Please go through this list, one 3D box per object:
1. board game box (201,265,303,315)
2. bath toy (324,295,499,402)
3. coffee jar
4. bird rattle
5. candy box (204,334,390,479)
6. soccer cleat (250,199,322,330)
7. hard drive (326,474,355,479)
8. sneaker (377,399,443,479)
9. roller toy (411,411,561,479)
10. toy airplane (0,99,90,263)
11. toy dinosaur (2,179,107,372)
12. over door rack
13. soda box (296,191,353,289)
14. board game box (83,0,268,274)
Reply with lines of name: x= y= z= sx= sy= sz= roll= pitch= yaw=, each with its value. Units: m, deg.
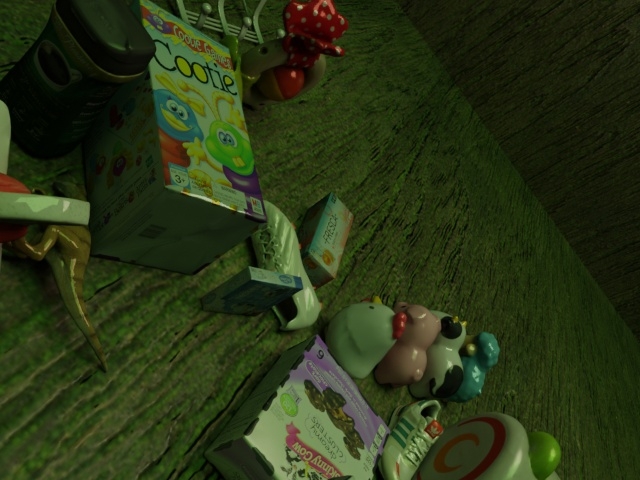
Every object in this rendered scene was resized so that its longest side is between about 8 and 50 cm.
board game box: x=-0.083 y=0.065 z=0.696 sx=0.090 sy=0.090 sz=0.020 roll=17 pitch=50 yaw=-47
bath toy: x=0.156 y=0.165 z=0.907 sx=0.348 sy=0.129 sz=0.152 roll=23 pitch=44 yaw=-42
coffee jar: x=-0.254 y=-0.174 z=0.583 sx=0.096 sy=0.184 sz=0.079 roll=55 pitch=31 yaw=-4
bird rattle: x=-0.070 y=-0.289 z=0.915 sx=0.143 sy=0.253 sz=0.207 roll=63 pitch=7 yaw=10
candy box: x=-0.015 y=0.234 z=0.656 sx=0.165 sy=0.070 sz=0.196 roll=53 pitch=31 yaw=-6
soccer cleat: x=-0.060 y=0.031 z=0.788 sx=0.076 sy=0.068 sz=0.196 roll=-12 pitch=75 yaw=-54
hard drive: x=-0.004 y=0.412 z=0.459 sx=0.232 sy=0.047 sz=0.353 roll=-7 pitch=73 yaw=-43
sneaker: x=0.134 y=0.286 z=0.813 sx=0.057 sy=0.075 sz=0.161 roll=52 pitch=31 yaw=-7
roller toy: x=0.229 y=0.351 z=0.780 sx=0.191 sy=0.209 sz=0.146 roll=-38 pitch=94 yaw=-24
toy airplane: x=-0.290 y=-0.031 z=0.305 sx=0.384 sy=0.272 sz=0.386 roll=-58 pitch=135 yaw=-39
toy dinosaur: x=-0.247 y=0.012 z=0.542 sx=0.112 sy=0.064 sz=0.212 roll=19 pitch=47 yaw=-48
over door rack: x=-0.206 y=-0.520 z=1.050 sx=0.239 sy=0.108 sz=0.324 roll=-11 pitch=71 yaw=-58
soda box: x=0.000 y=0.000 z=0.906 sx=0.063 sy=0.058 sz=0.183 roll=46 pitch=32 yaw=-17
board game box: x=-0.182 y=-0.120 z=0.676 sx=0.142 sy=0.144 sz=0.276 roll=18 pitch=49 yaw=-48
